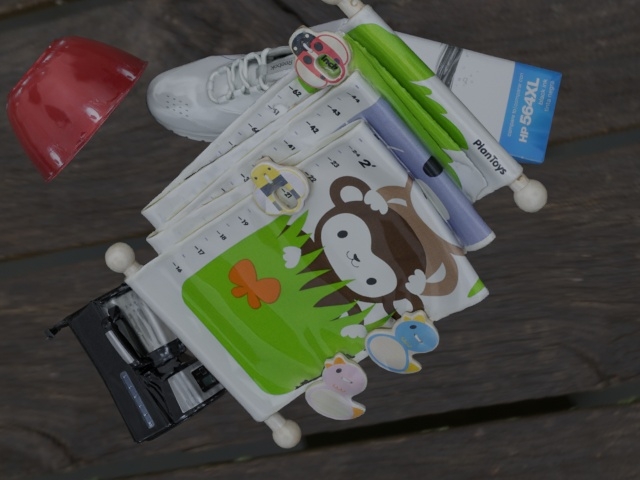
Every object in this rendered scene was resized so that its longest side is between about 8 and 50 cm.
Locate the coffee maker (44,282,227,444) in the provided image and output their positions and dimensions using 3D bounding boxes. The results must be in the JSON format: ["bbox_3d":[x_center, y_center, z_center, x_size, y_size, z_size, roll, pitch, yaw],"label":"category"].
[{"bbox_3d":[-0.216,0.144,1.670,0.171,0.120,0.178,-29,88,51],"label":"coffee maker"}]

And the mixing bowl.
[{"bbox_3d":[-0.289,-0.164,1.578,0.098,0.181,0.181,40,104,-14],"label":"mixing bowl"}]

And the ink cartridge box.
[{"bbox_3d":[0.086,-0.129,1.230,0.203,0.148,0.086,13,91,-15],"label":"ink cartridge box"}]

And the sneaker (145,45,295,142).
[{"bbox_3d":[-0.062,-0.188,1.635,0.297,0.129,0.111,-6,75,5],"label":"sneaker"}]

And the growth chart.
[{"bbox_3d":[0.000,0.000,0.702,0.172,0.021,0.237,41,124,-6],"label":"growth chart"}]
